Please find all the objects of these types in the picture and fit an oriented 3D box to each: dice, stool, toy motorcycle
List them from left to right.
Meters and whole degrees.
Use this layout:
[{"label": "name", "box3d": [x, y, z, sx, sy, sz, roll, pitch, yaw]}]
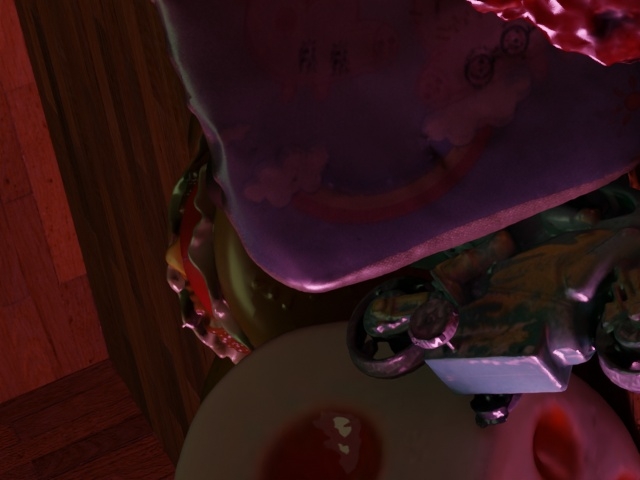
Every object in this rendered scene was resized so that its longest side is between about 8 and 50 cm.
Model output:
[{"label": "stool", "box3d": [0.038, -0.157, 1.347, 0.226, 0.310, 0.310, -144, 35, -75]}, {"label": "dice", "box3d": [0.079, 0.242, 1.580, 0.304, 0.277, 0.304, -7, 146, 35]}, {"label": "toy motorcycle", "box3d": [0.149, 0.022, 1.398, 0.296, 0.198, 0.109, -6, 142, 35]}]

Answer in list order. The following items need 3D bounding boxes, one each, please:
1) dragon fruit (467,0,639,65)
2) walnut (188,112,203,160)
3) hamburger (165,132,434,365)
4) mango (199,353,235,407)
[{"label": "dragon fruit", "box3d": [0.171, -0.303, 1.083, 0.286, 0.228, 0.329, -55, 31, 36]}, {"label": "walnut", "box3d": [-0.049, -0.084, 1.990, 0.167, 0.167, 0.207, 158, 95, -75]}, {"label": "hamburger", "box3d": [0.000, 0.000, 1.754, 0.274, 0.274, 0.212, 69, 162, -8]}, {"label": "mango", "box3d": [0.021, 0.208, 2.112, 0.445, 0.220, 0.301, -6, 100, 65]}]
